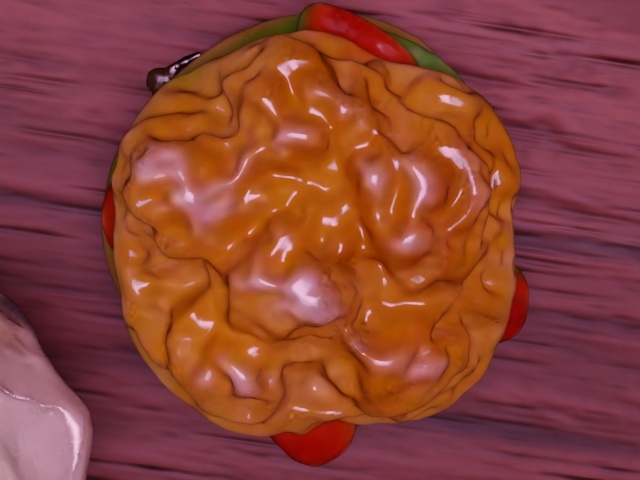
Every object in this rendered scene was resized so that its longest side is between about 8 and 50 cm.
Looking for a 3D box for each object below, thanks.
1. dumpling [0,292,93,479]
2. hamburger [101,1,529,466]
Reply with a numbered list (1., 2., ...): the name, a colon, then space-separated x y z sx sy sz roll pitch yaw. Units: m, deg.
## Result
1. dumpling: -0.273 0.102 1.010 0.318 0.187 0.243 7 136 -2
2. hamburger: 0.000 0.000 0.989 0.237 0.149 0.237 -1 99 -3
